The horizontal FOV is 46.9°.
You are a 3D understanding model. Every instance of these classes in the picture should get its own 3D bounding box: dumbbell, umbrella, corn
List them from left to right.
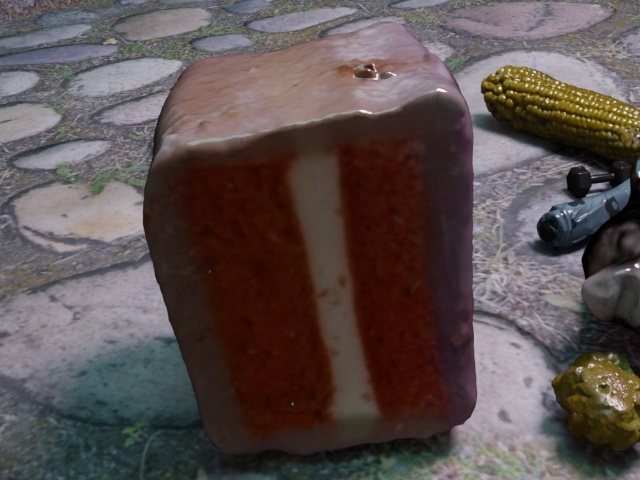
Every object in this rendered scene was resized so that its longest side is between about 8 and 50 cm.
[{"bbox_3d":[0.364,-0.185,1.085,0.097,0.096,0.320,-23,37,-28],"label":"corn"},{"bbox_3d":[0.366,-0.081,0.964,0.083,0.040,0.036,-8,0,-7],"label":"dumbbell"},{"bbox_3d":[0.366,-0.047,0.889,0.251,0.053,0.052,-18,33,-21],"label":"umbrella"}]

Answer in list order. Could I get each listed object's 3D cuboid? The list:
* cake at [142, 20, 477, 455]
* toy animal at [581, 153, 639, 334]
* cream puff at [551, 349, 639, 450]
[{"bbox_3d":[0.000,0.000,0.619,0.237,0.308,0.230,-8,26,0],"label":"cake"},{"bbox_3d":[0.368,0.009,0.674,0.345,0.194,0.302,-13,36,-23],"label":"toy animal"},{"bbox_3d":[0.228,0.133,0.599,0.083,0.058,0.083,30,46,33],"label":"cream puff"}]
